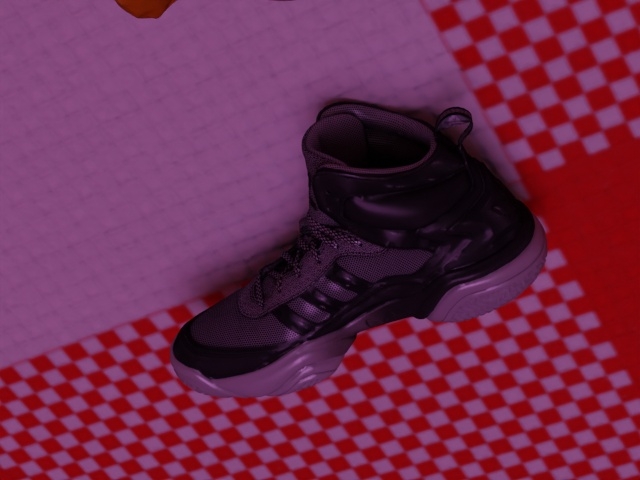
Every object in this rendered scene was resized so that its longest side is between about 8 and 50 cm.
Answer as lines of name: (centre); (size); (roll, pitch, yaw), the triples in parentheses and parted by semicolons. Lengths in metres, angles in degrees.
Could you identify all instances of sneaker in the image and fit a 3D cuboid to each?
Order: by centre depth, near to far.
sneaker: (0.000, 0.000, 0.958); (0.268, 0.101, 0.153); (-21, 123, 15)

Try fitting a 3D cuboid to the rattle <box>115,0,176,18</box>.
rattle: (0.005, -0.166, 0.797); (0.199, 0.143, 0.130); (17, 111, 0)
